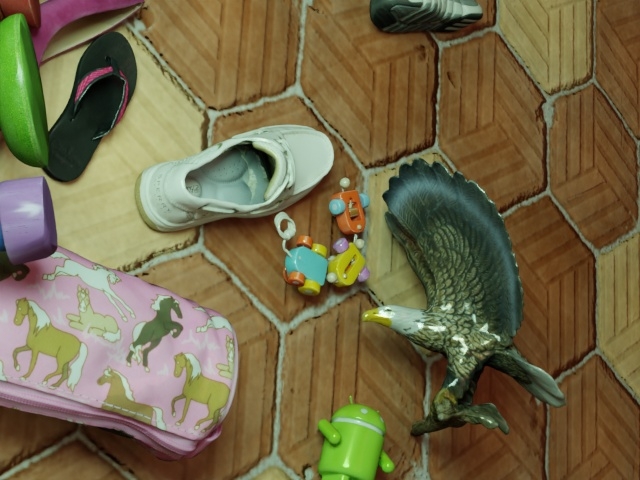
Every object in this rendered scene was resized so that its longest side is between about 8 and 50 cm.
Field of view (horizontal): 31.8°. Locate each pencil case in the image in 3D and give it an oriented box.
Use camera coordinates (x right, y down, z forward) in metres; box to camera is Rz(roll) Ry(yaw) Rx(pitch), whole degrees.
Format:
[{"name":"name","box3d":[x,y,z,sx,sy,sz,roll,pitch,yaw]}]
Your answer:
[{"name":"pencil case","box3d":[-0.250,0.085,0.998,0.386,0.160,0.167,23,79,-38]}]

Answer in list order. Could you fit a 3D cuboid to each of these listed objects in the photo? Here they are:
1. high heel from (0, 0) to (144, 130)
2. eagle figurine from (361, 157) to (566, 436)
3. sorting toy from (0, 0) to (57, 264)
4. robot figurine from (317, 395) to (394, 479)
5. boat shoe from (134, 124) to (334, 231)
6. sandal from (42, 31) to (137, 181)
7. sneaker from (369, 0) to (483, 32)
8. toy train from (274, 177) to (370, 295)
[{"name":"high heel","box3d":[-0.253,-0.186,1.108,0.117,0.082,0.244,28,49,-23]},{"name":"eagle figurine","box3d":[0.154,0.072,1.327,0.225,0.226,0.298,20,68,-43]},{"name":"sorting toy","box3d":[-0.297,-0.136,0.934,0.126,0.127,0.366,-8,60,-7]},{"name":"robot figurine","box3d":[0.036,0.240,1.291,0.101,0.067,0.115,32,61,-27]},{"name":"boat shoe","box3d":[-0.069,-0.073,1.242,0.277,0.096,0.098,-23,96,-43]},{"name":"sandal","box3d":[-0.228,-0.138,1.147,0.067,0.040,0.179,37,58,-30]},{"name":"sneaker","box3d":[0.126,-0.352,1.505,0.228,0.086,0.132,-8,81,-54]},{"name":"toy train","box3d":[0.000,0.000,1.329,0.166,0.046,0.125,-20,93,-47]}]
